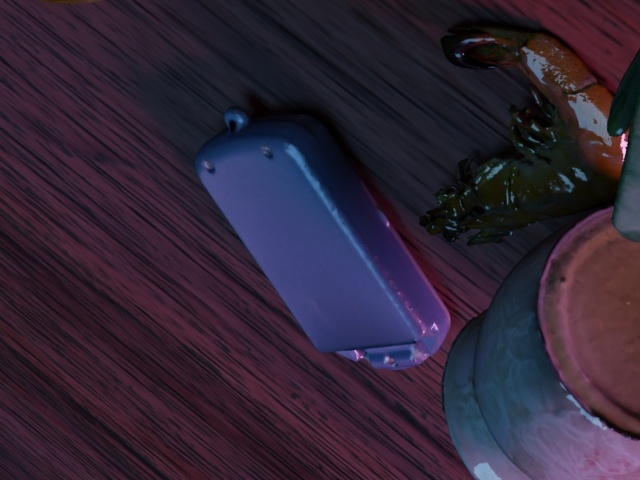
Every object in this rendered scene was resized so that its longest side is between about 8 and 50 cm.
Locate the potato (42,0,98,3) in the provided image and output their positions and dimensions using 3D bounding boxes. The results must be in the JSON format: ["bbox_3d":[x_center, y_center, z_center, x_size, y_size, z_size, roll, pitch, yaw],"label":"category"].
[{"bbox_3d":[-0.167,-0.256,0.865,0.304,0.216,0.216,42,150,-22],"label":"potato"}]

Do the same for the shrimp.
[{"bbox_3d":[0.091,-0.057,0.971,0.178,0.034,0.124,-18,111,53],"label":"shrimp"}]

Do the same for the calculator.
[{"bbox_3d":[0.000,0.000,1.131,0.121,0.039,0.210,-12,119,51],"label":"calculator"}]

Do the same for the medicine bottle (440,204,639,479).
[{"bbox_3d":[0.152,0.070,0.945,0.147,0.147,0.143,41,152,4],"label":"medicine bottle"}]

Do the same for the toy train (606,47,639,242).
[{"bbox_3d":[0.209,-0.097,0.497,0.201,0.266,0.145,19,162,11],"label":"toy train"}]
